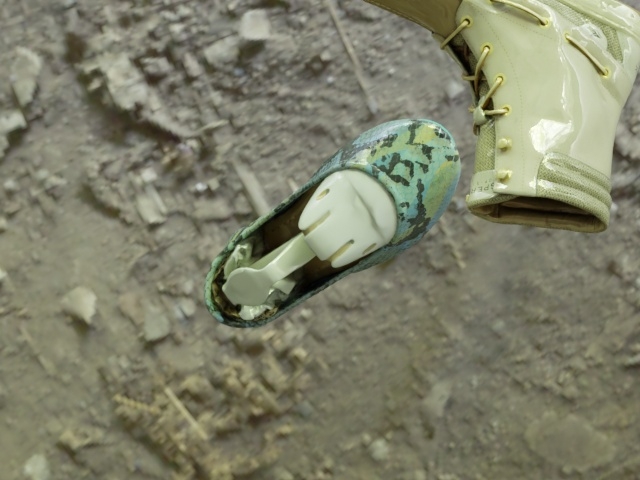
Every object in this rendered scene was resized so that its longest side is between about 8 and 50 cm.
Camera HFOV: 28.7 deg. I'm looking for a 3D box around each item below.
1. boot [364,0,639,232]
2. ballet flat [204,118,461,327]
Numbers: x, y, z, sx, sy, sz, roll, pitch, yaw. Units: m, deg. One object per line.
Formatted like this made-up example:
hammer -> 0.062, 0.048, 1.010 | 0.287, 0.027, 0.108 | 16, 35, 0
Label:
boot -> 0.135, -0.126, 1.034 | 0.262, 0.203, 0.095 | 17, 164, -12
ballet flat -> 0.000, 0.000, 0.682 | 0.070, 0.070, 0.188 | 53, 133, 1
